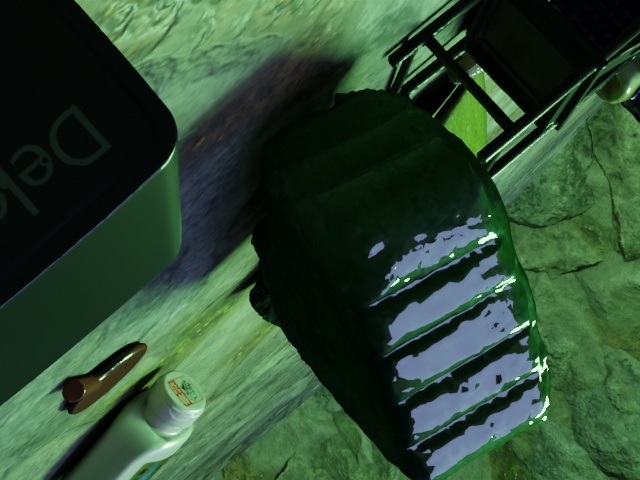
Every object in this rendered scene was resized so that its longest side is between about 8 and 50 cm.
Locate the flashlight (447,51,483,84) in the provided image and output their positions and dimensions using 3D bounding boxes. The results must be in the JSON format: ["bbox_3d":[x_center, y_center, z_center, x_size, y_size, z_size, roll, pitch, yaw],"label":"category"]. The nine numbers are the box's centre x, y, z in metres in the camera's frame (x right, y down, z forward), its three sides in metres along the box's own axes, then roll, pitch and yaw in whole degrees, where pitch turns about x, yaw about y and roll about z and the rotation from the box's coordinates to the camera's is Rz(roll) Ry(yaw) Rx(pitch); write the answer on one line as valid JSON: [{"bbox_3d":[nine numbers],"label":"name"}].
[{"bbox_3d":[0.173,-0.196,1.342,0.110,0.031,0.052,-35,-167,-27],"label":"flashlight"}]

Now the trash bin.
[{"bbox_3d":[-0.145,-0.003,0.558,0.165,0.115,0.225,-41,173,-8],"label":"trash bin"}]

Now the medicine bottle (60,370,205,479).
[{"bbox_3d":[-0.215,0.238,1.491,0.219,0.078,0.115,-48,168,29],"label":"medicine bottle"}]

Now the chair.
[{"bbox_3d":[0.189,-0.167,1.178,0.260,0.141,0.154,-39,171,-17],"label":"chair"}]

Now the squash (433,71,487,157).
[{"bbox_3d":[0.090,-0.062,1.432,0.189,0.189,0.261,-31,123,-55],"label":"squash"}]

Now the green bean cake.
[{"bbox_3d":[0.053,0.014,1.118,0.169,0.300,0.308,-28,127,-11],"label":"green bean cake"}]

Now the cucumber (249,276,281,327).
[{"bbox_3d":[-0.002,-0.002,1.416,0.211,0.062,0.078,-56,-176,26],"label":"cucumber"}]

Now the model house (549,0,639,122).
[{"bbox_3d":[0.400,-0.264,1.339,0.284,0.243,0.298,-38,173,-24],"label":"model house"}]

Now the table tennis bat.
[{"bbox_3d":[-0.210,0.135,1.229,0.098,0.019,0.154,-44,174,6],"label":"table tennis bat"}]
